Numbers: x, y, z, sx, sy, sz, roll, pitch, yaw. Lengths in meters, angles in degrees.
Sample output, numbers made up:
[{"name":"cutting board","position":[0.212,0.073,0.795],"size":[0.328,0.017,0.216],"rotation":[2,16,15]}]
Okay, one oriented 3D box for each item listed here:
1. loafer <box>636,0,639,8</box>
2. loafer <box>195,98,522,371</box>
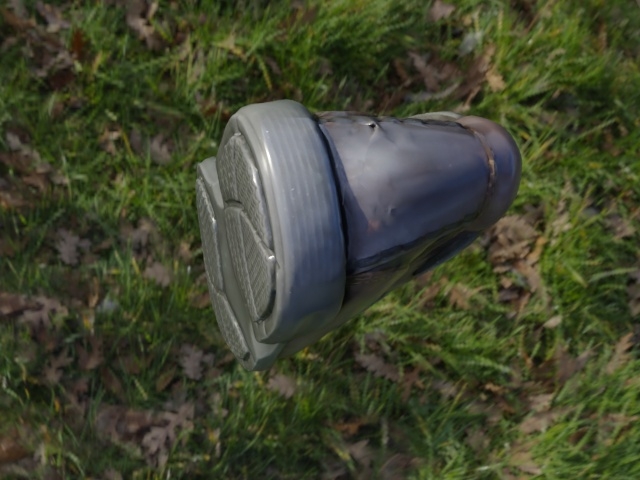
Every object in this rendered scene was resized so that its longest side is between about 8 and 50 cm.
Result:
[{"name":"loafer","position":[0.318,-0.236,0.948],"size":[0.170,0.062,0.061],"rotation":[26,87,-15]},{"name":"loafer","position":[0.000,0.000,0.464],"size":[0.095,0.302,0.109],"rotation":[-11,87,-11]}]
